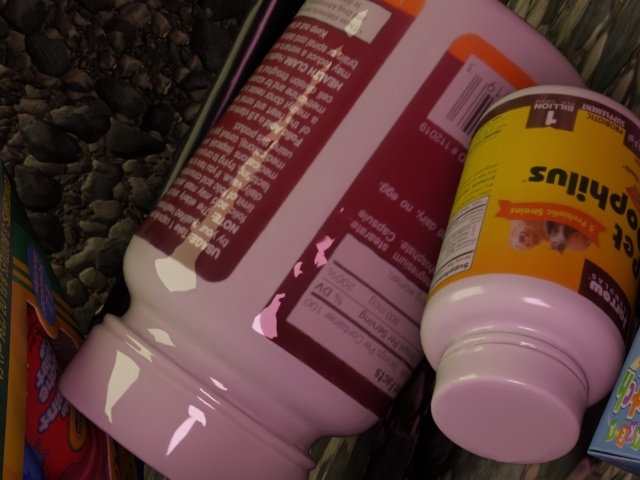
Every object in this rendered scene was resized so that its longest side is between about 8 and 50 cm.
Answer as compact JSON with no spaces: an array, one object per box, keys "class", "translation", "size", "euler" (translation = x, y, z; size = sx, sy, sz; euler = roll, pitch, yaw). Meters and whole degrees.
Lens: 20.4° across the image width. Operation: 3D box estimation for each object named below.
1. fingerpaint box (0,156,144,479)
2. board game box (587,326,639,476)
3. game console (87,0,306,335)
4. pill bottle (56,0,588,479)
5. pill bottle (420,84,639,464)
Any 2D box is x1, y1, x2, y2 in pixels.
[{"class":"fingerpaint box","translation":[-0.243,0.228,1.270],"size":[0.445,0.163,0.371],"euler":[-97,-7,-47]},{"class":"board game box","translation":[0.206,0.016,0.841],"size":[0.211,0.039,0.160],"euler":[-65,9,-7]},{"class":"game console","translation":[-0.007,-0.040,1.474],"size":[0.060,0.342,0.386],"euler":[32,99,38]},{"class":"pill bottle","translation":[0.000,0.000,1.281],"size":[0.392,0.224,0.224],"euler":[-54,8,-5]},{"class":"pill bottle","translation":[0.127,0.019,1.035],"size":[0.117,0.117,0.215],"euler":[-53,15,51]}]
